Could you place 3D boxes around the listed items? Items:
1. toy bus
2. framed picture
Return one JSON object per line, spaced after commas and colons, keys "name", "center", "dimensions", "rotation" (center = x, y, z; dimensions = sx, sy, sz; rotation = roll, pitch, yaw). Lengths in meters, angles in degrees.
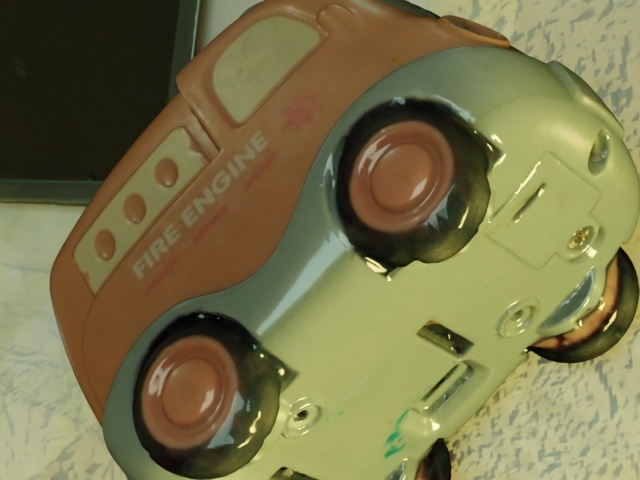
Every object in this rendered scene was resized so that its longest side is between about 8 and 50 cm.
{"name": "toy bus", "center": [0.000, 0.000, 0.952], "dimensions": [0.287, 0.194, 0.232], "rotation": [-48, 52, 9]}
{"name": "framed picture", "center": [-0.151, -0.143, 1.137], "dimensions": [0.197, 0.014, 0.252], "rotation": [2, 80, 25]}
